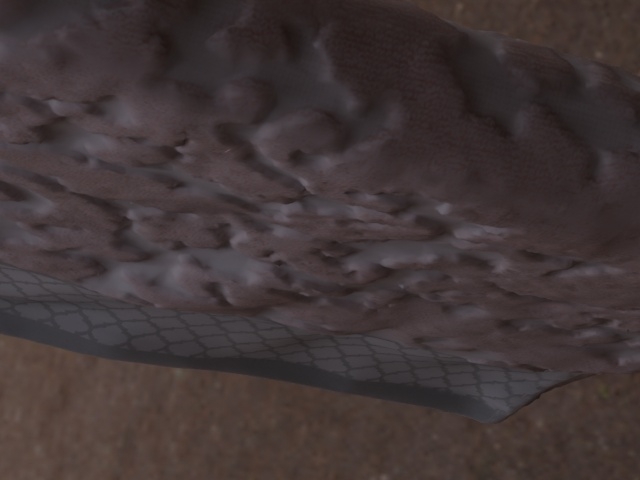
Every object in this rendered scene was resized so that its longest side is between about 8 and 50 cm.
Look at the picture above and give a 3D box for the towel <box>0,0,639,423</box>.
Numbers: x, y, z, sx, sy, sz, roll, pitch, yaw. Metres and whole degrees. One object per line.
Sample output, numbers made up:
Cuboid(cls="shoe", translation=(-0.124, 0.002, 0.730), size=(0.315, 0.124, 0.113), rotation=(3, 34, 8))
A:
Cuboid(cls="towel", translation=(0.000, 0.000, 0.581), size=(0.317, 0.332, 0.053), rotation=(150, 129, -62))
